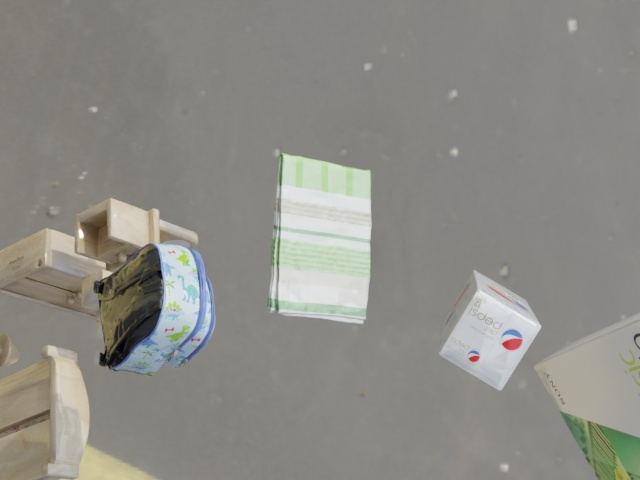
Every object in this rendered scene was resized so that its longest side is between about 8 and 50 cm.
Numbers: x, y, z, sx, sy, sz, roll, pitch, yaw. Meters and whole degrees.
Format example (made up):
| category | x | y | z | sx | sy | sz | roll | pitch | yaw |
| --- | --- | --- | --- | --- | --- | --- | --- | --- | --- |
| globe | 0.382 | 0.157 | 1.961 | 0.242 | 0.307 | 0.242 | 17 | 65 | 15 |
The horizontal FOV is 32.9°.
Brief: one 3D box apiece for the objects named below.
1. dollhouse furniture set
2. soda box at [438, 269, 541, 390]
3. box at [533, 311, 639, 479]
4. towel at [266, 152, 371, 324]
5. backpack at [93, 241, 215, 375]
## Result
| category | x | y | z | sx | sy | sz | roll | pitch | yaw |
| --- | --- | --- | --- | --- | --- | --- | --- | --- | --- |
| dollhouse furniture set | -0.260 | 0.179 | 1.203 | 0.174 | 0.303 | 0.355 | 22 | 54 | -47 |
| soda box | 0.166 | 0.084 | 1.085 | 0.074 | 0.069 | 0.216 | -60 | 175 | 6 |
| box | 0.360 | 0.184 | 1.094 | 0.058 | 0.322 | 0.232 | -26 | 81 | -21 |
| towel | 0.000 | 0.000 | 1.028 | 0.113 | 0.023 | 0.152 | 10 | 78 | -37 |
| backpack | -0.145 | 0.059 | 0.988 | 0.084 | 0.114 | 0.105 | 11 | 54 | -34 |
